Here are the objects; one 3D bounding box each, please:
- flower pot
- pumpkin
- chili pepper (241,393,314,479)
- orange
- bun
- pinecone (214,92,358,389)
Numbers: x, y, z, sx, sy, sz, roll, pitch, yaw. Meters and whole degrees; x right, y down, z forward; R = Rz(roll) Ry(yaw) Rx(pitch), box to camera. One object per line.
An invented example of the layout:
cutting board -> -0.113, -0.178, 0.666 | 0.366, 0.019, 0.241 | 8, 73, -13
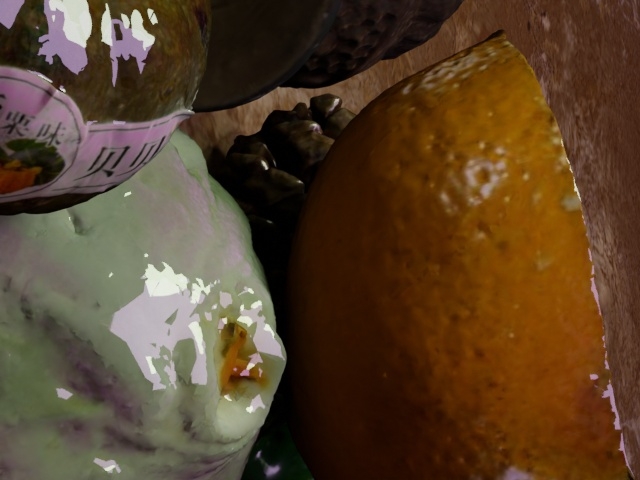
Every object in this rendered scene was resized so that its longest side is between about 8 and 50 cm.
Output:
flower pot -> -0.039, -0.201, 1.159 | 0.267, 0.266, 0.267 | -49, 127, -63
pumpkin -> -0.165, -0.143, 0.928 | 0.260, 0.189, 0.260 | 29, 31, -20
chili pepper -> -0.040, 0.155, 1.334 | 0.216, 0.062, 0.108 | 24, 87, -63
orange -> 0.096, 0.066, 1.122 | 0.310, 0.274, 0.274 | 49, 37, -16
bun -> -0.113, 0.050, 1.062 | 0.293, 0.187, 0.293 | 29, 56, -57
pinecone -> 0.000, 0.006, 1.328 | 0.204, 0.179, 0.184 | -88, -179, -55
